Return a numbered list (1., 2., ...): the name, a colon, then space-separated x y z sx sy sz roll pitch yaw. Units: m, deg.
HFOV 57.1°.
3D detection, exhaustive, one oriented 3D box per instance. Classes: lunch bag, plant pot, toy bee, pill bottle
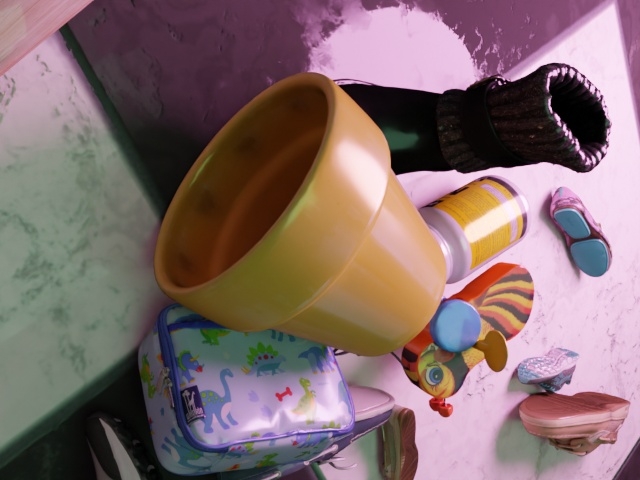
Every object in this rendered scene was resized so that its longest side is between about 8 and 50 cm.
1. lunch bag: -0.080 0.151 0.641 0.219 0.176 0.090 9 135 -37
2. plant pot: 0.000 0.000 0.614 0.239 0.254 0.253 37 74 -31
3. toy bee: 0.174 0.153 0.834 0.299 0.195 0.162 -20 100 8
4. pill bottle: 0.198 -0.009 0.854 0.209 0.119 0.119 -27 112 -32

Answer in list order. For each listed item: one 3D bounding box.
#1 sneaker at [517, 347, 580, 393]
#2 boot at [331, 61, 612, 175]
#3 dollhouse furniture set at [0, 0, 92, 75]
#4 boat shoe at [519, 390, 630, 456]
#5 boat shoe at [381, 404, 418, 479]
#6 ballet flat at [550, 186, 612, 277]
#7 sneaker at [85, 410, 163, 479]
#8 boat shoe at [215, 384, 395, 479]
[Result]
1. sneaker: 0.430 0.256 1.105 0.167 0.065 0.076 -6 104 -35
2. boot: 0.156 -0.139 0.714 0.348 0.260 0.131 -10 102 -36
3. dollhouse furniture set: -0.305 -0.230 0.414 0.212 0.161 0.242 -52 123 -20
4. boat shoe: 0.496 0.359 1.130 0.341 0.122 0.110 10 90 -39
5. boat shoe: 0.113 0.316 0.888 0.056 0.048 0.152 -26 119 -45
6. ballet flat: 0.499 -0.022 1.118 0.221 0.077 0.079 46 50 -32
7. sneaker: -0.192 0.302 0.574 0.108 0.100 0.271 -17 77 -11
8. boat shoe: -0.013 0.250 0.745 0.255 0.095 0.079 -9 100 -35
